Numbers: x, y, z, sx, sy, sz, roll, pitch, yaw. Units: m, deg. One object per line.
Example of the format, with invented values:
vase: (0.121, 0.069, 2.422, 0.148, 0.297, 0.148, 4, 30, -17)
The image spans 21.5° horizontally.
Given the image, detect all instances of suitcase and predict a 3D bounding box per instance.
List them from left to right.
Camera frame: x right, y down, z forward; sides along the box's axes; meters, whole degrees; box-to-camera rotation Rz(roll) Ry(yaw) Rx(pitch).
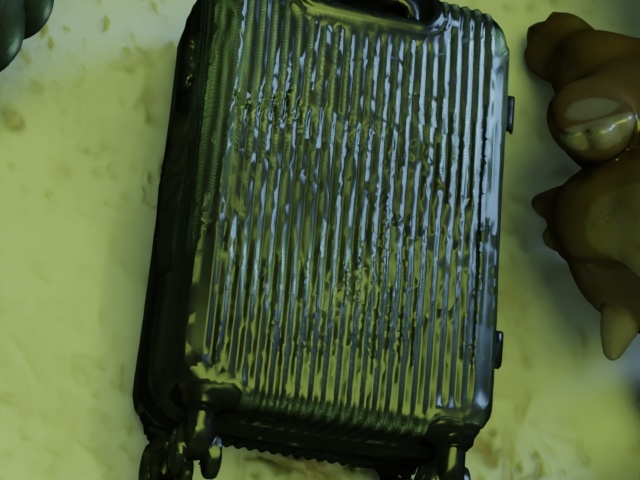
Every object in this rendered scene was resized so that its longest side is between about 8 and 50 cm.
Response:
suitcase: (0.000, 0.000, 0.982, 0.202, 0.128, 0.312, 10, 71, -15)

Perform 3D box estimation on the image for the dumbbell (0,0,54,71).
dumbbell: (-0.104, -0.230, 0.987, 0.406, 0.179, 0.179, -27, 84, -24)

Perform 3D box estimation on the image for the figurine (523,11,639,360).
figurine: (0.219, -0.036, 1.055, 0.177, 0.247, 0.173, -16, 117, 1)
